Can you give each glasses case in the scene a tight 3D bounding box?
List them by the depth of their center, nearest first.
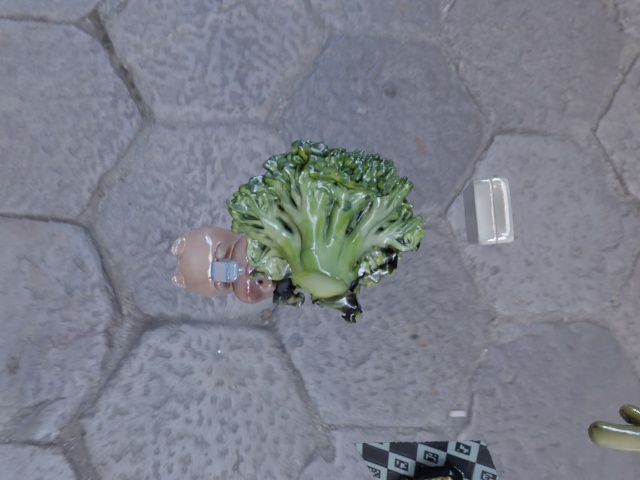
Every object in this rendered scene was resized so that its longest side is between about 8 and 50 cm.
[{"bbox_3d":[0.376,-0.061,1.581,0.076,0.336,0.143,-5,90,8],"label":"glasses case"}]

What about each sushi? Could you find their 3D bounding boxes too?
[{"bbox_3d":[0.234,0.525,1.399,0.293,0.292,0.059,63,37,-22],"label":"sushi"}]

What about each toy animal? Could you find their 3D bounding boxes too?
[{"bbox_3d":[-0.188,0.052,1.636,0.256,0.213,0.194,10,99,25],"label":"toy animal"}]

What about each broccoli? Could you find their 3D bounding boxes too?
[{"bbox_3d":[0.005,-0.017,1.256,0.334,0.324,0.272,47,58,-27],"label":"broccoli"}]

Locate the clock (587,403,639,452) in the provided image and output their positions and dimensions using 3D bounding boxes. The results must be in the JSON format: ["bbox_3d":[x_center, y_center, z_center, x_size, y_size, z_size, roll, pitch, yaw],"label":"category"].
[{"bbox_3d":[0.317,0.099,0.382,0.308,0.235,0.096,-20,125,-6],"label":"clock"}]
